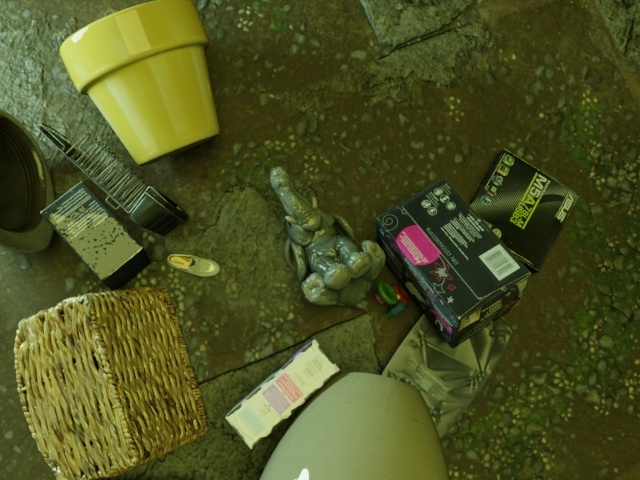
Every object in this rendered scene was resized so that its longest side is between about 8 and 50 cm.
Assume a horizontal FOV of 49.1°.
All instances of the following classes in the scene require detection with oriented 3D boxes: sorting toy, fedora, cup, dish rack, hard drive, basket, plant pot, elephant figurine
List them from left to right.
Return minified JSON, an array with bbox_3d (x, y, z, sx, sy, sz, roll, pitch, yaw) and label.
[{"bbox_3d":[-0.586,-0.094,1.216,0.124,0.244,0.275,-18,80,19],"label":"fedora"},{"bbox_3d":[-0.369,0.249,1.224,0.213,0.223,0.299,-23,82,22],"label":"basket"},{"bbox_3d":[-0.367,-0.116,1.240,0.271,0.208,0.074,42,85,3],"label":"dish rack"},{"bbox_3d":[-0.301,-0.273,1.266,0.254,0.254,0.239,-23,98,-11],"label":"plant pot"},{"bbox_3d":[0.000,0.000,1.298,0.169,0.186,0.239,-9,49,-43],"label":"elephant figurine"},{"bbox_3d":[0.071,0.360,1.169,0.331,0.331,0.237,16,62,-5],"label":"cup"},{"bbox_3d":[0.130,0.114,1.324,0.042,0.102,0.061,-39,61,25],"label":"sorting toy"},{"bbox_3d":[0.235,0.224,1.330,0.172,0.054,0.255,39,76,0],"label":"hard drive"}]

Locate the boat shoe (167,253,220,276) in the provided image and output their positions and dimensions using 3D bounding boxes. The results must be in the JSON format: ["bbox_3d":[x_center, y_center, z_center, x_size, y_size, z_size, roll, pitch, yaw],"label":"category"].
[{"bbox_3d":[-0.237,0.044,1.309,0.100,0.035,0.035,15,78,-4],"label":"boat shoe"}]

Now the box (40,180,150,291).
[{"bbox_3d":[-0.390,-0.002,1.235,0.093,0.156,0.158,-41,87,-14],"label":"box"}]

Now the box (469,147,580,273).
[{"bbox_3d":[0.399,-0.060,1.411,0.184,0.045,0.191,32,78,2],"label":"box"}]

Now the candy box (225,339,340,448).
[{"bbox_3d":[-0.070,0.266,1.224,0.196,0.165,0.070,-40,86,-13],"label":"candy box"}]

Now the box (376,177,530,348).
[{"bbox_3d":[0.235,0.040,1.283,0.163,0.142,0.247,-30,62,-12],"label":"box"}]
